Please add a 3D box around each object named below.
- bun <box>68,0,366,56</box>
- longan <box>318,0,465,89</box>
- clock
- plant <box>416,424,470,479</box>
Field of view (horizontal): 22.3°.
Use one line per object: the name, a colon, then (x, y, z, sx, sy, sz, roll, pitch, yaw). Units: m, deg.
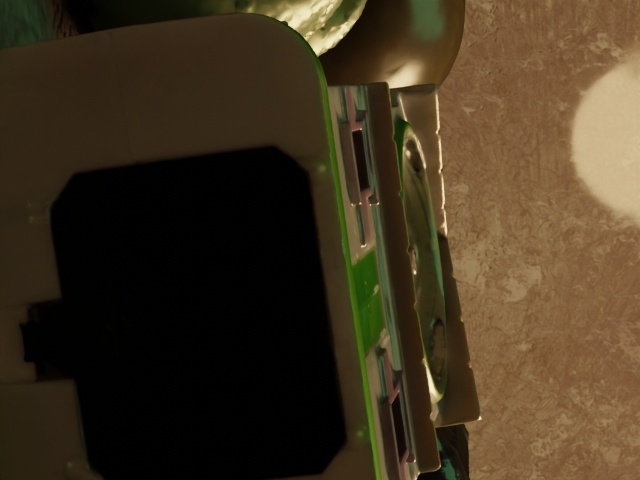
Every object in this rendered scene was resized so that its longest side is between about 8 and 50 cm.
bun: (-0.034, -0.211, 0.831, 0.293, 0.187, 0.293, -5, 90, -84)
longan: (0.034, -0.193, 1.400, 0.212, 0.198, 0.198, -90, 170, -50)
clock: (-0.024, 0.027, 0.699, 0.309, 0.166, 0.235, -36, 119, -80)
plant: (0.038, 0.163, 1.244, 0.164, 0.142, 0.256, -68, 138, -78)
